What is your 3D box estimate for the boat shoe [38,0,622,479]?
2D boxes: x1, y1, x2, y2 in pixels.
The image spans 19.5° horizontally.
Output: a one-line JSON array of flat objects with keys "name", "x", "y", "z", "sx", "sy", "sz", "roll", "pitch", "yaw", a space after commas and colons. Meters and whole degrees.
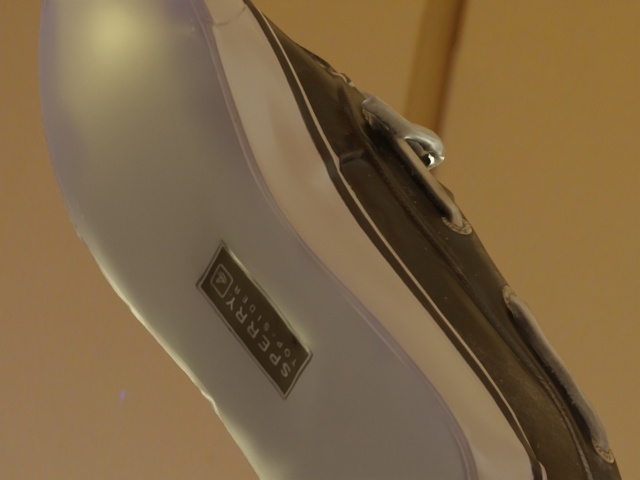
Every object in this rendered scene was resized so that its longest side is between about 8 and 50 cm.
[{"name": "boat shoe", "x": 0.002, "y": -0.003, "z": 0.668, "sx": 0.105, "sy": 0.113, "sz": 0.306, "roll": -1, "pitch": -139, "yaw": -44}]
